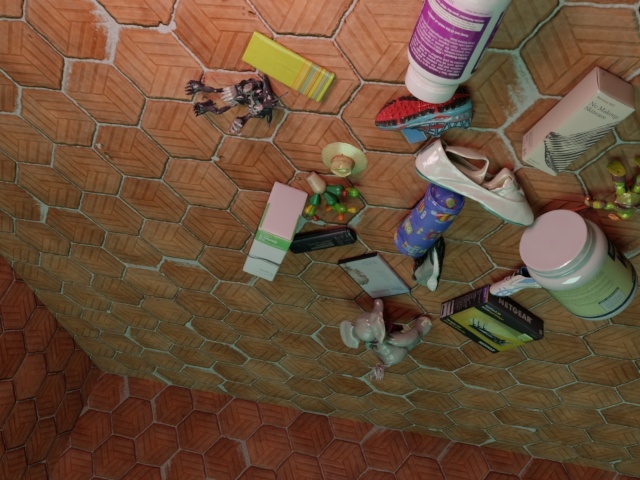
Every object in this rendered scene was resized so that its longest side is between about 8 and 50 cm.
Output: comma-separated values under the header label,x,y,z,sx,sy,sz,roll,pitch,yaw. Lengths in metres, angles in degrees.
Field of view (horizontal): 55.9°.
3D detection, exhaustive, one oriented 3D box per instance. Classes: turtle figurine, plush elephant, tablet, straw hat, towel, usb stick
label,x,y,z,sx,sy,sz,roll,pitch,yaw
turtle figurine,0.820,-0.122,1.638,0.270,0.087,0.217,0,142,22
plush elephant,0.233,0.357,2.399,0.272,0.330,0.255,-11,119,44
tablet,0.257,-0.306,1.683,0.054,0.006,0.083,-11,137,33
straw hat,0.066,-0.226,1.821,0.145,0.061,0.144,11,145,8
towel,-0.084,-0.461,1.599,0.237,0.021,0.102,26,138,-12
usb stick,0.000,0.000,2.171,0.278,0.045,0.077,-11,130,33

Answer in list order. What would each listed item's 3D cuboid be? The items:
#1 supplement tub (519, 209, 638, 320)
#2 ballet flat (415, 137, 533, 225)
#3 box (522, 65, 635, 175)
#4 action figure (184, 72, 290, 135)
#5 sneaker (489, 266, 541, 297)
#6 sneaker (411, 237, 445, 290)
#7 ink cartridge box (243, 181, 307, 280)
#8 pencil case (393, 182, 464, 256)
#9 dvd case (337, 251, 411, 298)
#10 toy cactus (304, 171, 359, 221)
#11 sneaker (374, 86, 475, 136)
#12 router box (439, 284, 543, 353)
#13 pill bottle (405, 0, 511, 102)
label,x,y,z,sx,sy,sz,roll,pitch,yaw
supplement tub,0.759,0.074,1.780,0.236,0.235,0.325,-20,137,40
ballet flat,0.463,-0.167,1.703,0.401,0.139,0.139,25,144,-10
box,0.627,-0.286,1.487,0.113,0.094,0.275,23,145,-9
action figure,-0.231,-0.376,1.671,0.276,0.140,0.164,7,132,16
sneaker,0.677,0.133,2.064,0.237,0.085,0.086,-25,102,48
sneaker,0.370,0.082,2.092,0.108,0.100,0.271,14,145,12
ink cartridge box,-0.159,-0.024,2.056,0.122,0.211,0.289,20,144,-7
pencil case,0.333,-0.069,1.879,0.120,0.133,0.306,-8,153,-22
dvd case,0.206,0.138,2.296,0.181,0.022,0.253,-15,135,36
toy cactus,0.014,-0.139,1.943,0.219,0.112,0.180,-14,126,48
sneaker,0.273,-0.311,1.588,0.262,0.104,0.125,-4,142,27
router box,0.651,0.306,2.296,0.309,0.080,0.243,32,142,-21
pill bottle,0.289,-0.454,1.328,0.170,0.169,0.301,18,144,-2
